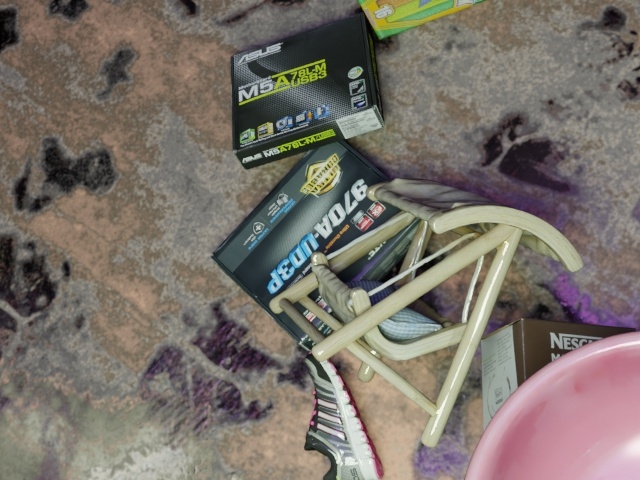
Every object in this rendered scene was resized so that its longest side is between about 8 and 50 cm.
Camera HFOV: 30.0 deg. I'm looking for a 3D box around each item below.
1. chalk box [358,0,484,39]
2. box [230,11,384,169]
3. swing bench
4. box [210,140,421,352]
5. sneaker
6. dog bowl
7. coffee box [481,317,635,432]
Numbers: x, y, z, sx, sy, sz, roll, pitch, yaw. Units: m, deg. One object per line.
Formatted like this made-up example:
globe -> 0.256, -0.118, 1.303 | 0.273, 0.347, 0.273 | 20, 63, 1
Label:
chalk box -> 0.142, -0.367, 1.497 | 0.213, 0.132, 0.132 | -19, 66, 13
box -> -0.020, -0.190, 1.510 | 0.191, 0.045, 0.184 | -16, 50, 14
swing bench -> 0.103, 0.043, 1.280 | 0.165, 0.253, 0.254 | 40, 88, -16
box -> 0.000, 0.000, 1.461 | 0.220, 0.051, 0.175 | -46, 63, -2
sneaker -> 0.008, 0.209, 1.378 | 0.075, 0.063, 0.170 | -25, 70, 3
dog bowl -> 0.296, 0.256, 1.012 | 0.408, 0.150, 0.407 | -10, 58, 16
coffee box -> 0.252, 0.214, 1.243 | 0.141, 0.098, 0.246 | 6, 70, -17
